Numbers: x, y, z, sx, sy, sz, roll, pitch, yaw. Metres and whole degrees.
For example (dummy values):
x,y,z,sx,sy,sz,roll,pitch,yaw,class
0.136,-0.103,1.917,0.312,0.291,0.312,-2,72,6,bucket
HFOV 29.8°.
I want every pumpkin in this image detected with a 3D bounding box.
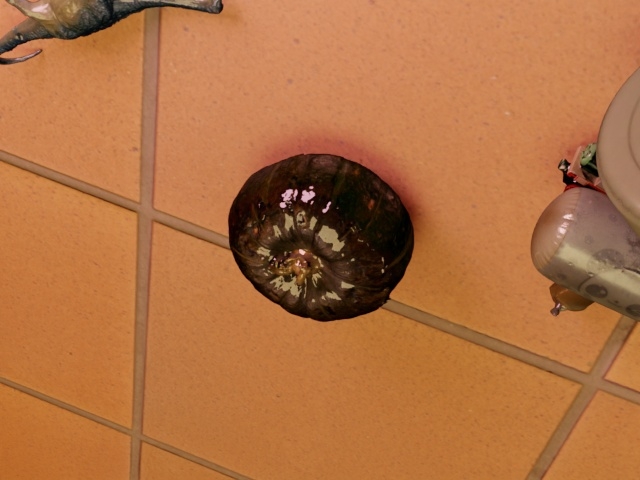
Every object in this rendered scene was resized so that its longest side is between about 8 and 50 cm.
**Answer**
x,y,z,sx,sy,sz,roll,pitch,yaw,class
-0.002,0.002,1.495,0.238,0.159,0.238,18,139,17,pumpkin

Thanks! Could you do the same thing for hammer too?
x,y,z,sx,sy,sz,roll,pitch,yaw,class
0.314,0.041,1.368,0.202,0.113,0.305,27,167,1,hammer

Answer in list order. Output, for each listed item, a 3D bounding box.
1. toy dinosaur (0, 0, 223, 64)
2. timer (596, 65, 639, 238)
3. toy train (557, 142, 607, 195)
x,y,z,sx,sy,sz,roll,pitch,yaw,class
-0.286,-0.279,1.400,0.363,0.076,0.147,-10,136,32,toy dinosaur
0.441,-0.016,1.130,0.291,0.291,0.315,-3,139,32,timer
0.331,-0.059,1.319,0.138,0.050,0.087,30,149,-4,toy train
